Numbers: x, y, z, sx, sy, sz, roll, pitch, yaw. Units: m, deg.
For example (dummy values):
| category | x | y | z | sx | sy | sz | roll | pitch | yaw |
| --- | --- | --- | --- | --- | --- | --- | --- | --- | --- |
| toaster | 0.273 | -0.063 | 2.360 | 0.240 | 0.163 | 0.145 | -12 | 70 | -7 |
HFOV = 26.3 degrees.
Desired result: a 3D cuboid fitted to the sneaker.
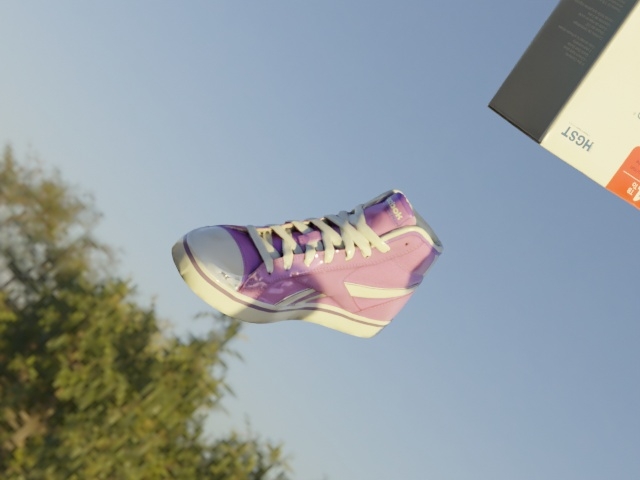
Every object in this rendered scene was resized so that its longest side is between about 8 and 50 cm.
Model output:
| category | x | y | z | sx | sy | sz | roll | pitch | yaw |
| --- | --- | --- | --- | --- | --- | --- | --- | --- | --- |
| sneaker | 0.000 | -0.001 | 1.306 | 0.282 | 0.161 | 0.102 | 10 | 42 | -44 |

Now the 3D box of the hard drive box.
| category | x | y | z | sx | sy | sz | roll | pitch | yaw |
| --- | --- | --- | --- | --- | --- | --- | --- | --- | --- |
| hard drive box | 0.285 | -0.157 | 1.167 | 0.181 | 0.232 | 0.089 | 26 | 14 | -36 |
